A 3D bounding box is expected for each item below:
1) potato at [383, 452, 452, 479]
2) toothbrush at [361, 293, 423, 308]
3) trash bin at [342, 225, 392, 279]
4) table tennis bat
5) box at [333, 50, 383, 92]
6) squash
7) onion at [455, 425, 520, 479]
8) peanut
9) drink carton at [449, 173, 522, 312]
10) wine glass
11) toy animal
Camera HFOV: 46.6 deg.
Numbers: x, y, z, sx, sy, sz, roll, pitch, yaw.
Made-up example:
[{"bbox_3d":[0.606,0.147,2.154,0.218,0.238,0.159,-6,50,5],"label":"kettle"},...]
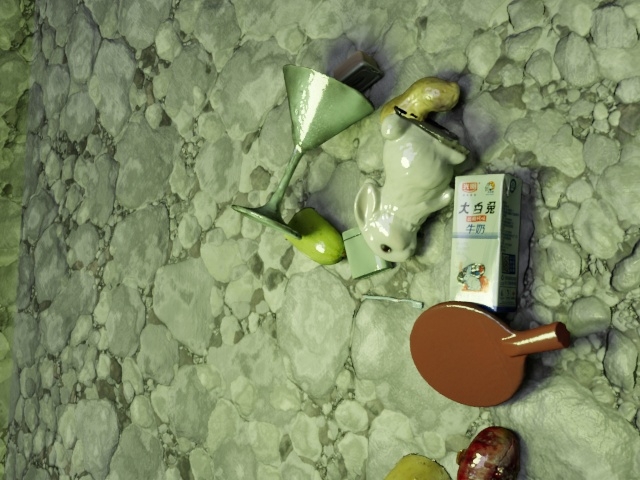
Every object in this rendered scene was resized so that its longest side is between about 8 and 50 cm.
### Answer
[{"bbox_3d":[0.212,0.620,1.801,0.202,0.117,0.182,8,94,40],"label":"potato"},{"bbox_3d":[0.183,0.155,1.930,0.193,0.013,0.019,7,99,40],"label":"toothbrush"},{"bbox_3d":[0.124,0.026,1.962,0.116,0.059,0.130,-23,73,36],"label":"trash bin"},{"bbox_3d":[0.367,0.248,1.669,0.414,0.051,0.268,-24,96,46],"label":"table tennis bat"},{"bbox_3d":[0.097,-0.452,2.013,0.122,0.089,0.062,-33,55,33],"label":"box"},{"bbox_3d":[0.000,0.000,2.034,0.186,0.123,0.123,39,111,33],"label":"squash"},{"bbox_3d":[0.362,0.519,1.691,0.151,0.098,0.206,15,96,39],"label":"onion"},{"bbox_3d":[0.246,-0.342,1.869,0.229,0.098,0.103,-30,109,35],"label":"peanut"},{"bbox_3d":[0.382,0.006,1.718,0.130,0.106,0.315,0,85,38],"label":"drink carton"},{"bbox_3d":[-0.060,-0.224,1.945,0.267,0.267,0.406,20,83,39],"label":"wine glass"},{"bbox_3d":[0.200,-0.126,1.818,0.257,0.194,0.357,27,110,-8],"label":"toy animal"}]
